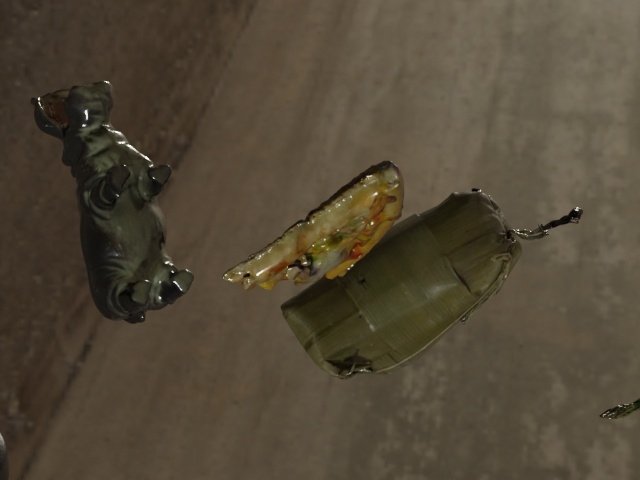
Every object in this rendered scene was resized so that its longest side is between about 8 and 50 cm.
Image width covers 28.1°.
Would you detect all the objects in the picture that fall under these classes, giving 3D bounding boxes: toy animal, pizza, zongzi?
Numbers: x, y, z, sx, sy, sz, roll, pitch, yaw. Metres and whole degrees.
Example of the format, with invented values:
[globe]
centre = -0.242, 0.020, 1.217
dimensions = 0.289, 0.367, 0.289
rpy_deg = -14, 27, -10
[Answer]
[toy animal]
centre = -0.255, -0.066, 1.569
dimensions = 0.168, 0.106, 0.343
rpy_deg = -42, -117, 50
[pizza]
centre = 0.000, 0.000, 1.093
dimensions = 0.176, 0.036, 0.185
rpy_deg = -23, 161, -36
[zongzi]
centre = 0.195, 0.062, 1.973
dimensions = 0.181, 0.447, 0.418
rpy_deg = 61, 8, 20

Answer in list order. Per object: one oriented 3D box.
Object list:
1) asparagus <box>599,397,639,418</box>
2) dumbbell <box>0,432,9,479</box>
[asparagus]
centre = 0.510, 0.207, 1.844
dimensions = 0.023, 0.233, 0.022
rpy_deg = 65, 7, 27
[dumbbell]
centre = -0.320, 0.250, 1.132
dimensions = 0.100, 0.100, 0.191
rpy_deg = -73, 171, -49
